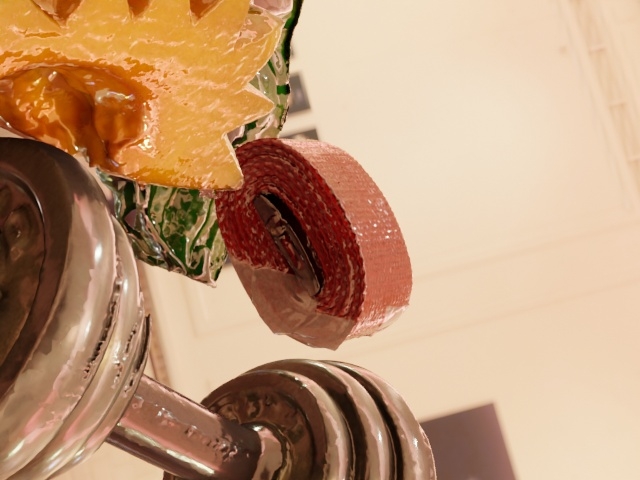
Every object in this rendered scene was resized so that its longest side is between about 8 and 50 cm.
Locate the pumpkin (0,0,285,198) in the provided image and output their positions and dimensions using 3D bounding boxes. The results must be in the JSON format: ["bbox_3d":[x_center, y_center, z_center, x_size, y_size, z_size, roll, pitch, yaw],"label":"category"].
[{"bbox_3d":[-0.136,-0.105,0.560,0.149,0.254,0.130,33,-71,30],"label":"pumpkin"}]

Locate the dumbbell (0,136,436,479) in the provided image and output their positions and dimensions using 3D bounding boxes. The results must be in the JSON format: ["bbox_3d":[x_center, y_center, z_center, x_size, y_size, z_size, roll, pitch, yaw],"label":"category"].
[{"bbox_3d":[-0.086,0.094,0.625,0.406,0.179,0.179,38,26,-46],"label":"dumbbell"}]

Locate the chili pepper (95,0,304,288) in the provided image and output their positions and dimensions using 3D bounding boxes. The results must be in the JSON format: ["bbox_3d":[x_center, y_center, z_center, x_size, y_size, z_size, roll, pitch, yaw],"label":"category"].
[{"bbox_3d":[-0.140,-0.138,1.172,0.167,0.213,0.385,25,-70,42],"label":"chili pepper"}]

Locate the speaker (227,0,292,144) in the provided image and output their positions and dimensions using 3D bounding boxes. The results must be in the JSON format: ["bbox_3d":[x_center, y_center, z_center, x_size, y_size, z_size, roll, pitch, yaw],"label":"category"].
[{"bbox_3d":[-0.095,-0.229,0.744,0.259,0.198,0.329,-125,-143,-73],"label":"speaker"}]

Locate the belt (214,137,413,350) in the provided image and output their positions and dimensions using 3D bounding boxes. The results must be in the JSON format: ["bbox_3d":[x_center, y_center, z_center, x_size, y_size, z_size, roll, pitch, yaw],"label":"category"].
[{"bbox_3d":[0.000,0.000,1.101,0.124,0.128,0.201,-7,67,-61],"label":"belt"}]
